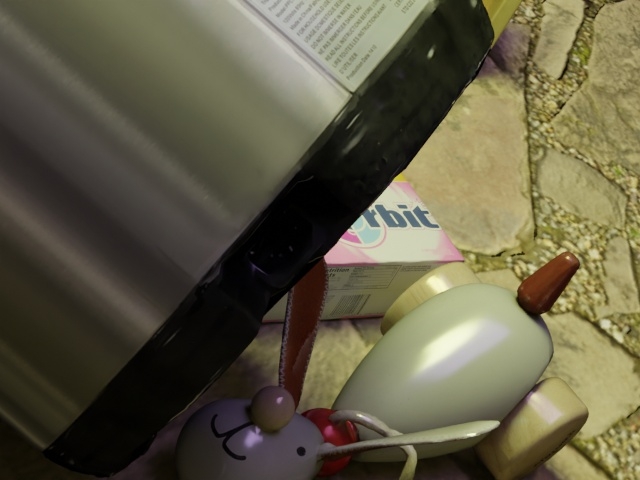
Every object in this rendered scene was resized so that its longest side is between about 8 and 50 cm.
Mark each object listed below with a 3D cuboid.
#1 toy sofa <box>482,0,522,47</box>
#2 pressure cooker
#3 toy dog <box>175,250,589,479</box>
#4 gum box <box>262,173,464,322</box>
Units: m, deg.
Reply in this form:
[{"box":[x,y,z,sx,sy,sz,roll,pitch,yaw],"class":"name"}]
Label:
[{"box":[0.042,-0.330,1.657,0.363,0.150,0.177,28,34,-6],"class":"toy sofa"},{"box":[-0.160,-0.128,0.956,0.420,0.375,0.370,41,11,-5],"class":"pressure cooker"},{"box":[0.068,0.086,1.121,0.220,0.161,0.334,36,33,7],"class":"toy dog"},{"box":[0.000,0.000,1.268,0.188,0.062,0.107,-1,45,-40],"class":"gum box"}]
